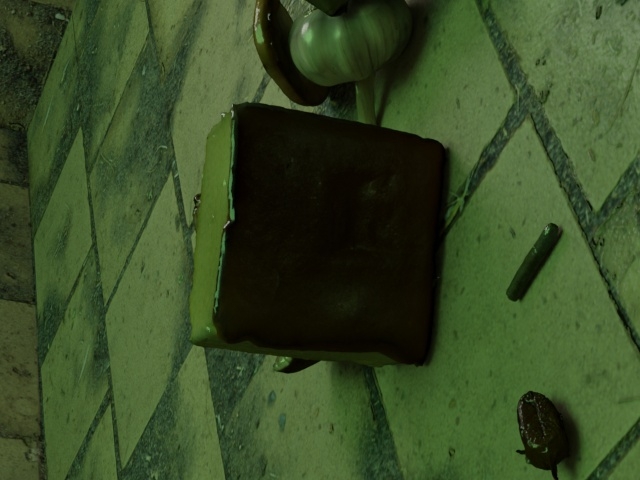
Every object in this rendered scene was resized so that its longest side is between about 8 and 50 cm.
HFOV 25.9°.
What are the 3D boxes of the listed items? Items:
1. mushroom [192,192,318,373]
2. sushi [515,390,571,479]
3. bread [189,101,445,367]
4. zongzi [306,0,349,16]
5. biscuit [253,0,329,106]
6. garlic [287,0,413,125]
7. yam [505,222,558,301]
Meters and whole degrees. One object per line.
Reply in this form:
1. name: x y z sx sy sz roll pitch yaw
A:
1. mushroom: -0.075 0.078 2.096 0.233 0.302 0.208 -59 -34 -38
2. sushi: 0.251 0.219 1.573 0.118 0.062 0.060 -81 -24 -46
3. bread: 0.000 0.000 1.882 0.143 0.333 0.323 -15 70 62
4. zongzi: 0.062 -0.588 2.065 0.418 0.181 0.447 -48 29 31
5. biscuit: -0.041 -0.290 2.226 0.045 0.299 0.154 -12 72 17
6. garlic: 0.057 -0.261 2.110 0.199 0.199 0.226 23 132 65
7. yam: 0.256 0.026 1.679 0.021 0.021 0.116 -110 37 -49
